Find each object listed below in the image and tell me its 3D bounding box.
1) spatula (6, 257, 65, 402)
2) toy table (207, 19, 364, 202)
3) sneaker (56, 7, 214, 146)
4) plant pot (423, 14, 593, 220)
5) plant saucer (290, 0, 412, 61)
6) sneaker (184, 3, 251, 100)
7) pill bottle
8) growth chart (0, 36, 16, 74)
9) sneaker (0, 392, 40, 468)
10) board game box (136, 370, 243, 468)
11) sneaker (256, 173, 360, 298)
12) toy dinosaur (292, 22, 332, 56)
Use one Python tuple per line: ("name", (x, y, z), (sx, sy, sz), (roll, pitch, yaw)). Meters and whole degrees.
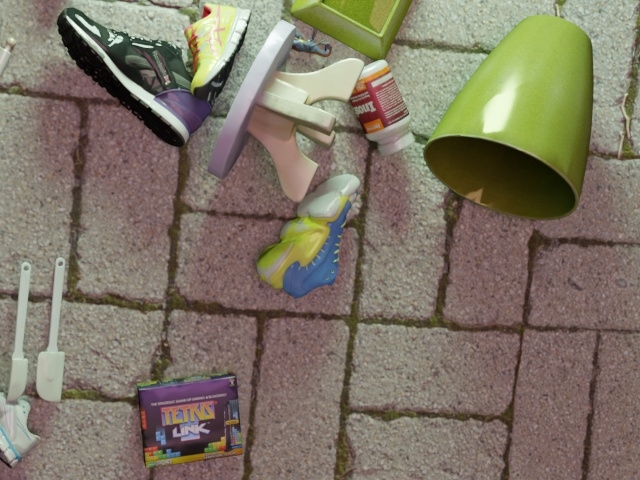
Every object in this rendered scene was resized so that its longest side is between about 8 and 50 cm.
("spatula", (-0.491, 0.145, 1.736), (0.168, 0.019, 0.242), (5, 90, -33))
("toy table", (-0.052, -0.202, 1.745), (0.161, 0.252, 0.274), (25, 100, 1))
("sneaker", (-0.296, -0.290, 1.744), (0.283, 0.107, 0.124), (44, 70, -18))
("plant pot", (0.356, -0.228, 1.838), (0.274, 0.275, 0.294), (29, 72, -15))
("plant saucer", (0.072, -0.430, 1.835), (0.188, 0.045, 0.188), (26, 90, -15))
("sneaker", (-0.184, -0.310, 1.741), (0.094, 0.081, 0.208), (21, 50, -4))
("pill bottle", (0.104, -0.227, 1.843), (0.086, 0.086, 0.152), (-28, 101, -10))
("growth chart", (-0.619, -0.296, 1.690), (0.237, 0.021, 0.172), (20, 90, -16))
("sneaker", (-0.527, 0.273, 1.757), (0.083, 0.071, 0.191), (-33, 103, -30))
("board game box", (-0.224, 0.307, 1.837), (0.170, 0.048, 0.141), (-7, 98, -13))
("sneaker", (0.000, 0.000, 1.854), (0.240, 0.091, 0.126), (-46, 122, -6))
("toy dinosaur", (-0.023, -0.336, 1.835), (0.090, 0.047, 0.082), (-30, 125, 31))
